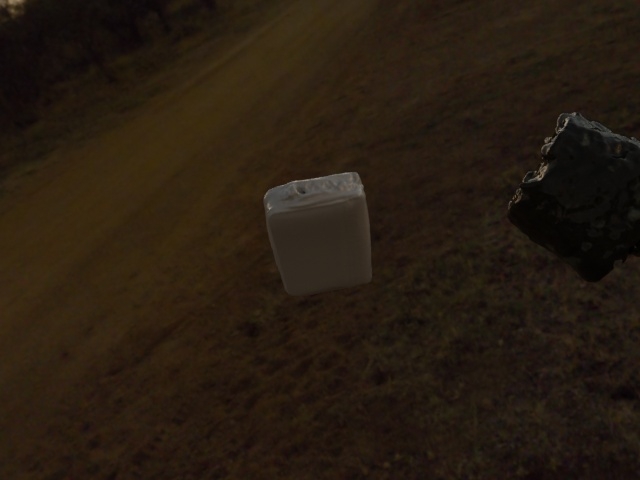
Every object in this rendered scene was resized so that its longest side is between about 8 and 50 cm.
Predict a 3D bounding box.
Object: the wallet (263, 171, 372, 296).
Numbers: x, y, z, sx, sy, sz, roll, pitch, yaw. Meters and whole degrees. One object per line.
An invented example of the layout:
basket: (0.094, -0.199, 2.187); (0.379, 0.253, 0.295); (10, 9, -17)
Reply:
wallet: (0.000, 0.000, 0.701); (0.095, 0.190, 0.033); (-13, 61, 1)

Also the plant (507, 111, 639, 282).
plant: (0.325, -0.015, 0.723); (0.275, 0.149, 0.146); (31, 26, 16)
